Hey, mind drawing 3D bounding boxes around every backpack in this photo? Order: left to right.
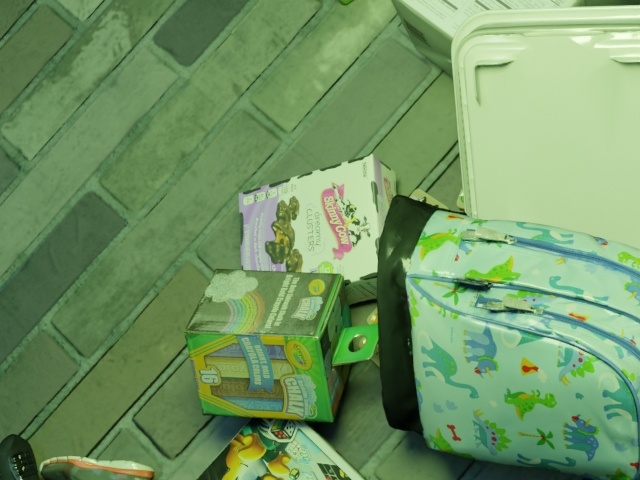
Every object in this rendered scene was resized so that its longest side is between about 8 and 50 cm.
[{"bbox_3d":[0.239,0.118,1.727,0.355,0.290,0.273,3,33,10],"label":"backpack"}]

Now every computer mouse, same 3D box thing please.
[{"bbox_3d":[-0.376,0.358,2.023,0.071,0.041,0.242,-40,57,37],"label":"computer mouse"}]

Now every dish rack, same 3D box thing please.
[{"bbox_3d":[0.280,-0.089,1.780,0.285,0.072,0.333,2,111,24],"label":"dish rack"}]

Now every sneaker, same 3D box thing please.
[{"bbox_3d":[-0.286,0.307,2.011,0.158,0.061,0.065,0,75,24],"label":"sneaker"}]

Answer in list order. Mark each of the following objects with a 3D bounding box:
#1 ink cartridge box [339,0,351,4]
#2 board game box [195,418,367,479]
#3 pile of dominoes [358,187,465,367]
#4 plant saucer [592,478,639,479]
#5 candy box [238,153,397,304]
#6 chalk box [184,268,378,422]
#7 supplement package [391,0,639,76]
[{"bbox_3d":[0.046,-0.444,2.066,0.189,0.255,0.097,-32,60,8],"label":"ink cartridge box"},{"bbox_3d":[-0.015,0.347,1.877,0.193,0.053,0.305,-48,59,-2],"label":"board game box"},{"bbox_3d":[0.154,0.057,1.935,0.196,0.040,0.251,13,74,27],"label":"pile of dominoes"},{"bbox_3d":[0.389,0.230,1.774,0.192,0.018,0.067,-16,64,15],"label":"plant saucer"},{"bbox_3d":[0.000,0.000,1.995,0.196,0.070,0.165,-16,63,25],"label":"candy box"},{"bbox_3d":[-0.034,0.125,1.902,0.213,0.132,0.132,3,35,15],"label":"chalk box"},{"bbox_3d":[0.251,-0.312,1.939,0.198,0.199,0.262,39,87,21],"label":"supplement package"}]
